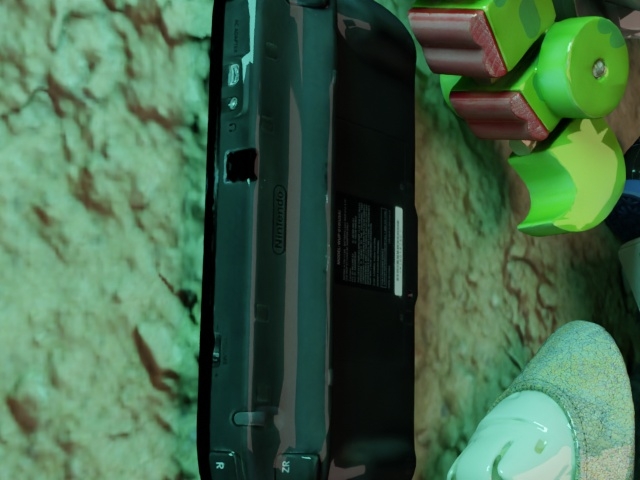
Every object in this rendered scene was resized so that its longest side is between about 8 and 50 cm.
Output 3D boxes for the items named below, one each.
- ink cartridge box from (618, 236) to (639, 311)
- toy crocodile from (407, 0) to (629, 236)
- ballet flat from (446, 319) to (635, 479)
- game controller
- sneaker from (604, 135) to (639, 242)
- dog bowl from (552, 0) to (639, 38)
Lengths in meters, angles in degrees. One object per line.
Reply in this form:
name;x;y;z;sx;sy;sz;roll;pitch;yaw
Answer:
ink cartridge box;0.438;0.095;0.858;0.385;0.091;0.308;-16;82;-30
toy crocodile;0.098;-0.150;0.692;0.105;0.115;0.340;-48;123;-27
ballet flat;0.126;0.189;0.690;0.106;0.108;0.316;23;66;-32
game controller;0.000;0.000;0.633;0.166;0.067;0.319;17;72;-57
sneaker;0.323;0.004;0.925;0.232;0.081;0.090;47;61;-28
dog bowl;0.262;-0.291;0.785;0.349;0.102;0.348;-28;138;-28
